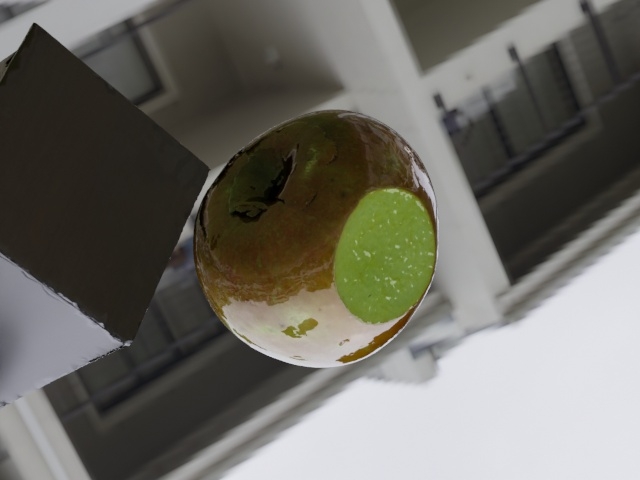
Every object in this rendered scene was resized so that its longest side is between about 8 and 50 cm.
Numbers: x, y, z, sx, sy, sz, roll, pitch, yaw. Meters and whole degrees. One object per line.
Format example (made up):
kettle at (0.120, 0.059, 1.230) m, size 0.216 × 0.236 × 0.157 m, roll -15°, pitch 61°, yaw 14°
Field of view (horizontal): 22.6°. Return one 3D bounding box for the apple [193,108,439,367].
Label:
apple at (0.000, 0.000, 0.716) m, size 0.099 × 0.102 × 0.114 m, roll 12°, pitch -115°, yaw 46°

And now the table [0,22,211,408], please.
table at (-0.223, -0.010, 1.135) m, size 0.193 × 0.172 × 0.169 m, roll -26°, pitch -147°, yaw 44°
